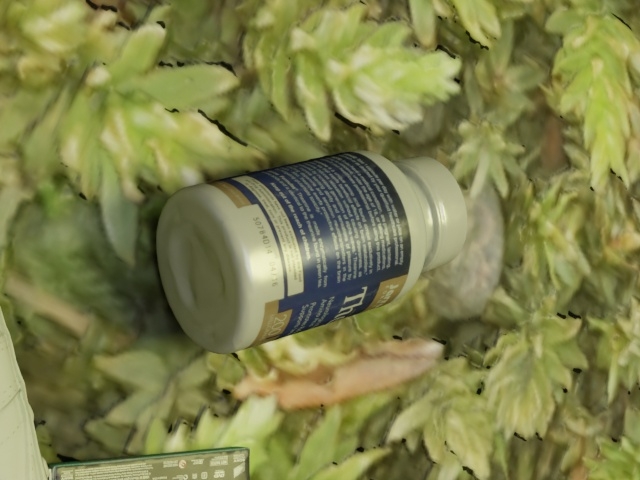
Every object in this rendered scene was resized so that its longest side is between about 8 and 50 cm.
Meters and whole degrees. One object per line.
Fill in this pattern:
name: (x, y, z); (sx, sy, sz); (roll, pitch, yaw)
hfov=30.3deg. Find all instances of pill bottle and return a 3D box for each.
pill bottle: (0.000, 0.000, 0.481); (0.120, 0.067, 0.067); (-15, 95, -35)

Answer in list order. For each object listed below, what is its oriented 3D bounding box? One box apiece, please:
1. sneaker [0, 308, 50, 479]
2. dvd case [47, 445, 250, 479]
sneaker: (-0.134, 0.094, 0.373); (0.152, 0.114, 0.305); (17, 69, -61)
dvd case: (-0.065, 0.143, 0.457); (0.087, 0.013, 0.120); (1, 85, -35)
